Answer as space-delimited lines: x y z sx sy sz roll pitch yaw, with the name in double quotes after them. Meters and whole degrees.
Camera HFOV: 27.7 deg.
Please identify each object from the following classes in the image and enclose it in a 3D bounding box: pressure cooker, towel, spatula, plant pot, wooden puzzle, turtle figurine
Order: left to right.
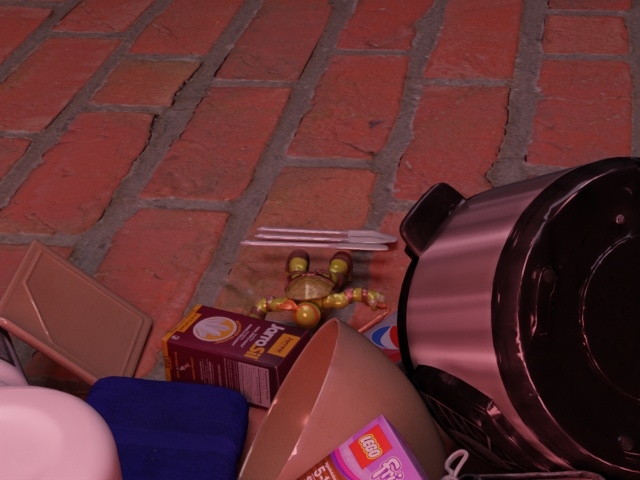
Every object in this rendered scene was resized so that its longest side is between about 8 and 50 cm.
-0.359 0.120 1.890 0.221 0.044 0.239 37 24 -15 "wooden puzzle"
-0.212 0.273 1.646 0.227 0.076 0.308 7 19 0 "towel"
-0.026 0.080 1.975 0.269 0.087 0.217 -12 21 10 "turtle figurine"
0.000 0.000 2.133 0.241 0.019 0.168 1 12 9 "spatula"
0.036 0.259 1.529 0.190 0.284 0.284 27 30 -8 "plant pot"
0.298 0.101 1.567 0.375 0.370 0.420 -4 -2 -19 "pressure cooker"

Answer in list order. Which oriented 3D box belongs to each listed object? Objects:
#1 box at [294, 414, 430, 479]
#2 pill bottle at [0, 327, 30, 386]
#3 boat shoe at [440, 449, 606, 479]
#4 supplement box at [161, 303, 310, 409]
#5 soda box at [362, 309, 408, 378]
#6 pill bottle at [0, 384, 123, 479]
0.048 0.329 1.242 0.201 0.057 0.293 -37 39 3 "box"
-0.467 0.203 1.708 0.161 0.161 0.283 -14 23 -17 "pill bottle"
0.148 0.285 1.352 0.306 0.105 0.113 0 29 4 "boat shoe"
-0.118 0.165 1.849 0.188 0.081 0.104 11 33 24 "supplement box"
0.074 0.188 1.779 0.083 0.092 0.263 22 39 36 "soda box"
-0.279 0.358 1.207 0.228 0.408 0.229 -2 30 1 "pill bottle"
